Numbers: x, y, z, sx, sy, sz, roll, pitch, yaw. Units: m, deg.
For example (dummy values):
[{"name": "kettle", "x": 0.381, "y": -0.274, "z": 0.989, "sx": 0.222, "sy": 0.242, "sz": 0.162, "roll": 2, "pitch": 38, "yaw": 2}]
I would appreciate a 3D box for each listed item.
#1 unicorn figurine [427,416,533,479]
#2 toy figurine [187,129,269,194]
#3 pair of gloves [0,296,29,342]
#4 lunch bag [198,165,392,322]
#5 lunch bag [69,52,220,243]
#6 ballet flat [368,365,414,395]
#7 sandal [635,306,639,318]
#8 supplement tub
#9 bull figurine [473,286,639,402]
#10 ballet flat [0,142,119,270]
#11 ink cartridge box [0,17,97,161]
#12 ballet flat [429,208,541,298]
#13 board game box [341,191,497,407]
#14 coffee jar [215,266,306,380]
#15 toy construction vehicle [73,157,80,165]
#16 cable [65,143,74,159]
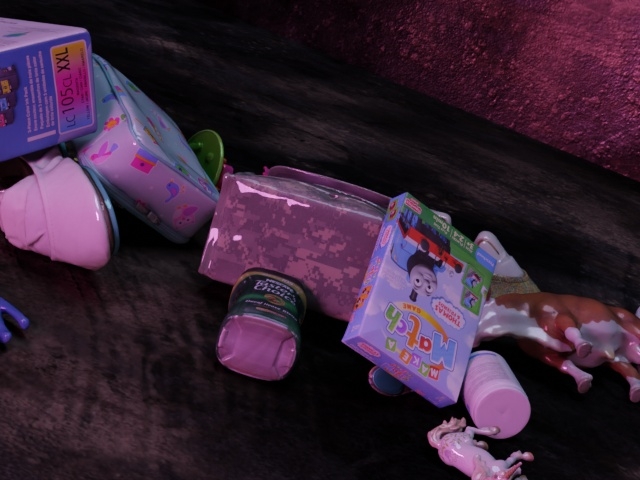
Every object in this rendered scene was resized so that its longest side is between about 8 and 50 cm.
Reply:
[{"name": "unicorn figurine", "x": 0.180, "y": 0.239, "z": 1.420, "sx": 0.162, "sy": 0.060, "sz": 0.111, "roll": 11, "pitch": 9, "yaw": 43}, {"name": "toy figurine", "x": -0.145, "y": -0.084, "z": 2.050, "sx": 0.159, "sy": 0.130, "sz": 0.173, "roll": 22, "pitch": -13, "yaw": -37}, {"name": "pair of gloves", "x": -0.412, "y": 0.069, "z": 1.405, "sx": 0.198, "sy": 0.023, "sz": 0.159, "roll": 9, "pitch": 21, "yaw": -24}, {"name": "lunch bag", "x": 0.000, "y": 0.000, "z": 1.789, "sx": 0.235, "sy": 0.169, "sz": 0.287, "roll": 17, "pitch": 6, "yaw": 12}, {"name": "lunch bag", "x": -0.257, "y": -0.123, "z": 1.867, "sx": 0.224, "sy": 0.108, "sz": 0.279, "roll": 43, "pitch": 10, "yaw": -43}, {"name": "ballet flat", "x": 0.094, "y": 0.167, "z": 1.589, "sx": 0.114, "sy": 0.041, "sz": 0.041, "roll": 4, "pitch": 22, "yaw": -38}, {"name": "sandal", "x": 0.593, "y": 0.160, "z": 1.978, "sx": 0.169, "sy": 0.102, "sz": 0.416, "roll": 15, "pitch": 17, "yaw": -8}, {"name": "supplement tub", "x": 0.205, "y": 0.183, "z": 1.579, "sx": 0.071, "sy": 0.071, "sz": 0.107, "roll": 14, "pitch": 17, "yaw": -11}, {"name": "bull figurine", "x": 0.348, "y": 0.135, "z": 1.823, "sx": 0.310, "sy": 0.101, "sz": 0.188, "roll": 5, "pitch": 25, "yaw": -30}, {"name": "ballet flat", "x": -0.360, "y": -0.049, "z": 1.688, "sx": 0.139, "sy": 0.139, "sz": 0.400, "roll": 10, "pitch": 15, "yaw": -25}, {"name": "ink cartridge box", "x": -0.519, "y": -0.174, "z": 1.655, "sx": 0.270, "sy": 0.151, "sz": 0.395, "roll": 14, "pitch": 24, "yaw": 39}, {"name": "ballet flat", "x": 0.201, "y": 0.023, "z": 1.996, "sx": 0.348, "sy": 0.123, "sz": 0.123, "roll": 21, "pitch": 17, "yaw": 11}, {"name": "board game box", "x": 0.124, "y": 0.071, "z": 1.593, "sx": 0.160, "sy": 0.211, "sz": 0.039, "roll": 35, "pitch": -34, "yaw": -23}, {"name": "coffee jar", "x": -0.067, "y": 0.095, "z": 1.568, "sx": 0.096, "sy": 0.079, "sz": 0.184, "roll": 17, "pitch": 17, "yaw": -3}, {"name": "toy construction vehicle", "x": -0.327, "y": -0.099, "z": 1.984, "sx": 0.086, "sy": 0.035, "sz": 0.098, "roll": 5, "pitch": 21, "yaw": -34}, {"name": "cable", "x": -0.466, "y": -0.148, "z": 2.017, "sx": 0.139, "sy": 0.072, "sz": 0.287, "roll": -7, "pitch": 12, "yaw": -18}]
